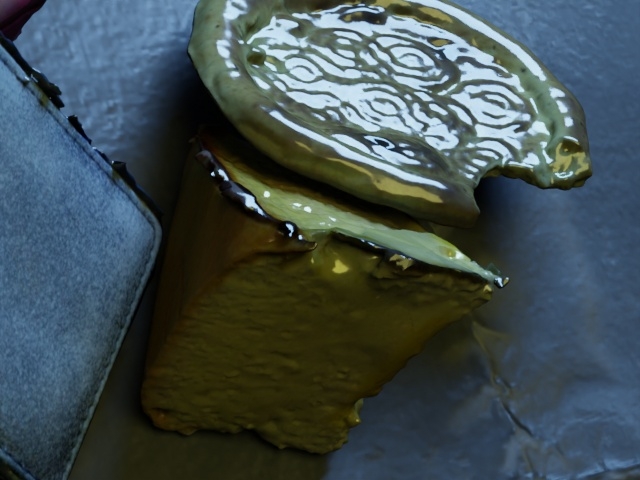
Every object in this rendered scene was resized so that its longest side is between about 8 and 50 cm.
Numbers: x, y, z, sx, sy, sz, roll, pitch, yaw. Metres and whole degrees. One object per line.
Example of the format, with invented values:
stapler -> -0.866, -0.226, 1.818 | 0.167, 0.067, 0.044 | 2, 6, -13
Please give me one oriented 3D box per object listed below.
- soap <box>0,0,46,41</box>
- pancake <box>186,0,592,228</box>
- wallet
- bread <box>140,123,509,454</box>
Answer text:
soap -> -0.271, -0.150, 0.928 | 0.250, 0.099, 0.162 | 47, 64, -2
pancake -> 0.037, -0.079, 1.043 | 0.212, 0.029, 0.235 | 36, 35, 18
wallet -> -0.154, 0.003, 0.883 | 0.222, 0.036, 0.167 | 51, 50, -45
bread -> 0.000, 0.000, 0.958 | 0.140, 0.160, 0.169 | 15, 64, -21
